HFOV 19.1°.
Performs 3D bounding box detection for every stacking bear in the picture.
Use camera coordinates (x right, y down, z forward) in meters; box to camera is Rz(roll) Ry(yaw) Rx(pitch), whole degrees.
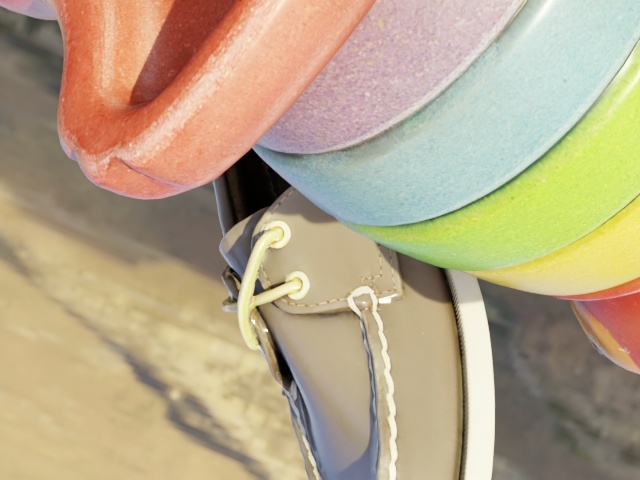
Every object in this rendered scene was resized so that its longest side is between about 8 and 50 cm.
[{"bbox_3d":[0.070,-0.048,0.565,0.289,0.164,0.175,31,-166,-35],"label":"stacking bear"}]

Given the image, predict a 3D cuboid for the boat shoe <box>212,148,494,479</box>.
[{"bbox_3d":[0.000,0.000,0.836,0.096,0.324,0.116,7,148,-26],"label":"boat shoe"}]
